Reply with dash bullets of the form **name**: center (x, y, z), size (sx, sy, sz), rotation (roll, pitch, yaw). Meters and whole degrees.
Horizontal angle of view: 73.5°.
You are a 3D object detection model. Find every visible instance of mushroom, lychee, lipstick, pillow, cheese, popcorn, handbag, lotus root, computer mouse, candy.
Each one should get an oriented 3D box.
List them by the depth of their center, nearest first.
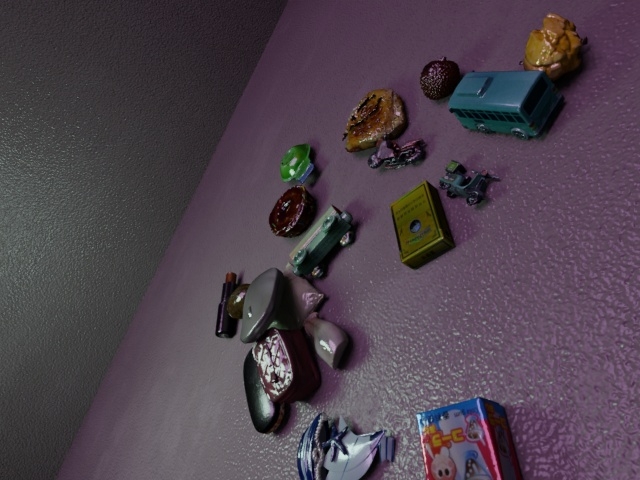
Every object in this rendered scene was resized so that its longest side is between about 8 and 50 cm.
- **candy**: center (0.286, 0.466, 0.789), size (0.157, 0.100, 0.306), rotation (-33, 44, 35)
- **popcorn**: center (0.571, -0.469, 1.056), size (0.152, 0.148, 0.167), rotation (0, 75, 29)
- **mushroom**: center (0.009, 0.287, 1.290), size (0.225, 0.093, 0.116), rotation (39, 120, 51)
- **handbag**: center (-0.110, 0.377, 1.309), size (0.146, 0.135, 0.225), rotation (-44, 51, 25)
- **lychee**: center (0.378, -0.516, 1.368), size (0.123, 0.123, 0.129), rotation (-104, 25, -46)
- **computer mouse**: center (-0.205, 0.205, 1.433), size (0.197, 0.095, 0.331), rotation (-53, 14, 16)
- **pillow**: center (-0.127, 0.243, 1.515), size (0.281, 0.076, 0.274), rotation (-58, 36, 5)
- **lotus root**: center (-0.304, 0.239, 1.719), size (0.209, 0.120, 0.120), rotation (-47, 36, 25)
- **lipstick**: center (-0.398, 0.273, 1.844), size (0.081, 0.081, 0.300), rotation (-31, 44, 37)
- **cheese**: center (-0.100, -0.332, 1.890), size (0.204, 0.083, 0.320), rotation (-53, 32, 9)

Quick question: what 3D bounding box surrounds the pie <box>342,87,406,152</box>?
- **pie**: center (0.191, -0.448, 1.589), size (0.308, 0.085, 0.308), rotation (-33, 41, 36)

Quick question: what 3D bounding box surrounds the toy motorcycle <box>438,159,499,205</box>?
- **toy motorcycle**: center (0.387, -0.153, 1.144), size (0.100, 0.058, 0.173), rotation (-52, 32, 4)

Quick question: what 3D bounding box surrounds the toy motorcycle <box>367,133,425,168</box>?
- **toy motorcycle**: center (0.248, -0.299, 1.411), size (0.212, 0.084, 0.118), rotation (2, 66, 45)

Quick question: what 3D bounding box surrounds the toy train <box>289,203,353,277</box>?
- **toy train**: center (0.000, 0.000, 1.498), size (0.285, 0.116, 0.177), rotation (-50, 24, 12)

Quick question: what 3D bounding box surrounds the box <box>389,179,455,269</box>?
- **box**: center (0.279, -0.045, 1.202), size (0.141, 0.064, 0.220), rotation (-34, 43, 33)

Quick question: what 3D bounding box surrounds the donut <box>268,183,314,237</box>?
- **donut**: center (-0.112, -0.114, 1.742), size (0.235, 0.089, 0.235), rotation (-32, 44, 37)

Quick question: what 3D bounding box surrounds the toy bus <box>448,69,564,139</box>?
- **toy bus**: center (0.465, -0.359, 1.111), size (0.128, 0.147, 0.256), rotation (-58, 35, 1)

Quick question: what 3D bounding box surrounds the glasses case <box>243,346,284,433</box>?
- **glasses case**: center (-0.192, 0.482, 1.420), size (0.122, 0.082, 0.321), rotation (-49, 34, 16)

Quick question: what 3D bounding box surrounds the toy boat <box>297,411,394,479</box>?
- **toy boat**: center (0.049, 0.523, 1.093), size (0.291, 0.070, 0.210), rotation (-45, 41, 16)
